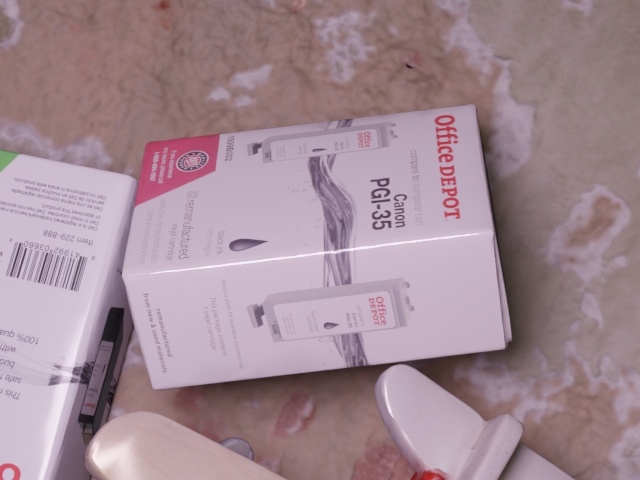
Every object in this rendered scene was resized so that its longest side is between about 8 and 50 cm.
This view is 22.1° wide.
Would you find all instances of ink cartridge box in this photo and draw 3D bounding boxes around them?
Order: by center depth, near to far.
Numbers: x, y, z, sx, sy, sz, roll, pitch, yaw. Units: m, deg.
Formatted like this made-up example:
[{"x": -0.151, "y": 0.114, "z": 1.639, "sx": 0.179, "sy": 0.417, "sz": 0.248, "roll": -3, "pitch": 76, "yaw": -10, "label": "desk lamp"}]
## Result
[{"x": 0.000, "y": 0.000, "z": 1.302, "sx": 0.283, "sy": 0.117, "sz": 0.207, "roll": -7, "pitch": 33, "yaw": 5, "label": "ink cartridge box"}, {"x": -0.276, "y": 0.077, "z": 1.357, "sx": 0.211, "sy": 0.121, "sz": 0.289, "roll": 12, "pitch": 76, "yaw": 10, "label": "ink cartridge box"}]

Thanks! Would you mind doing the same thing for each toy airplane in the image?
[{"x": 0.035, "y": 0.291, "z": 1.215, "sx": 0.384, "sy": 0.272, "sz": 0.386, "roll": -4, "pitch": 59, "yaw": -34, "label": "toy airplane"}]
